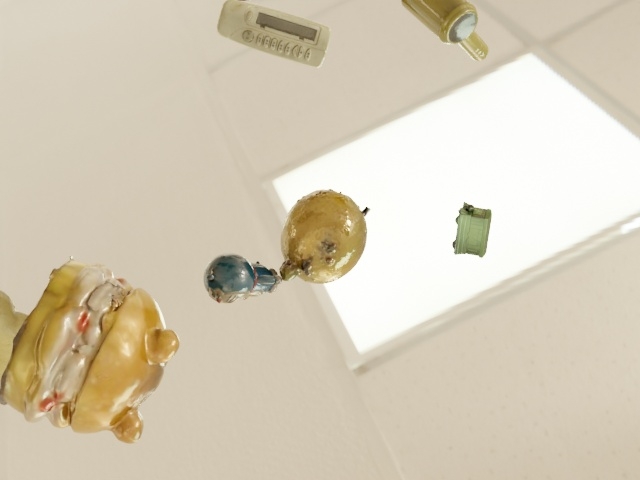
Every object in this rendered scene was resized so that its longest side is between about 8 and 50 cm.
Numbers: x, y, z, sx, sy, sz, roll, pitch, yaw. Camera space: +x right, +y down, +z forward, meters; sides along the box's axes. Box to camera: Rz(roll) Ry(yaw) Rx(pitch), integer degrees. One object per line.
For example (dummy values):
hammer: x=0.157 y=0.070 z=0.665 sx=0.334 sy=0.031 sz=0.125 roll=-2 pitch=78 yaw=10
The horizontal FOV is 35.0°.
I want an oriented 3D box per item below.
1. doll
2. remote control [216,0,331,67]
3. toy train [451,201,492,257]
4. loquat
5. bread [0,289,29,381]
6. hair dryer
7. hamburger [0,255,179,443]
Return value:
doll: x=-0.140 y=0.065 z=1.728 sx=0.114 sy=0.152 sz=0.086 roll=-1 pitch=-95 yaw=36
remote control: x=-0.096 y=-0.427 z=2.080 sx=0.230 sy=0.090 sz=0.049 roll=16 pitch=-169 yaw=-5
toy train: x=0.241 y=-0.015 z=1.617 sx=0.056 sy=0.093 sz=0.038 roll=11 pitch=-145 yaw=14
loquat: x=0.000 y=0.000 z=1.793 sx=0.149 sy=0.172 sz=0.204 roll=35 pitch=-120 yaw=12
bread: x=-0.615 y=0.175 z=1.771 sx=0.316 sy=0.316 sz=0.054 roll=-11 pitch=-137 yaw=21
hair dryer: x=0.272 y=-0.413 z=1.977 sx=0.090 sy=0.278 sz=0.135 roll=-47 pitch=-121 yaw=11
hamburger: x=-0.354 y=0.181 z=1.626 sx=0.236 sy=0.276 sz=0.276 roll=23 pitch=-134 yaw=1
